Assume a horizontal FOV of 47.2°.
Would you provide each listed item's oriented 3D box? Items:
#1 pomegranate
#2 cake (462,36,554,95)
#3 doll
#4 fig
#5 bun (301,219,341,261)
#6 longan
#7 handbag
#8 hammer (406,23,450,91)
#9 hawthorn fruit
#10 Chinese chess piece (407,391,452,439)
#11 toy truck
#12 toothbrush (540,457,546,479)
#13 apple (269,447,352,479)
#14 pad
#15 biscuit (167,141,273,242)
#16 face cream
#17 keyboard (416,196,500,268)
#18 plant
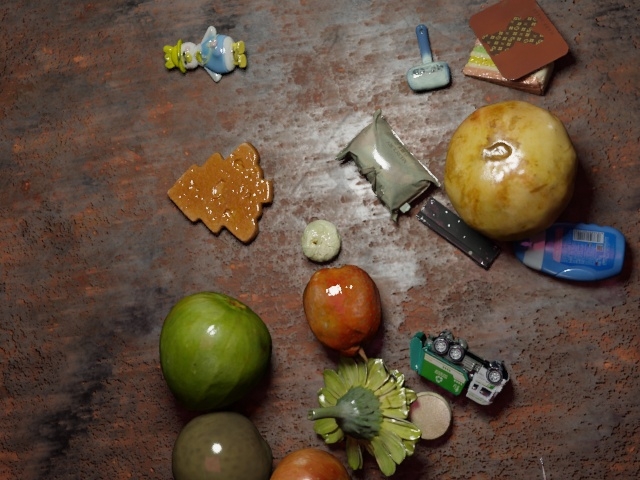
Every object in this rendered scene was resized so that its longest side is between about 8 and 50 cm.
[{"bbox_3d":[0.471,-0.167,1.799,0.338,0.338,0.339,-1,83,11],"label":"pomegranate"},{"bbox_3d":[0.496,-0.465,1.921,0.225,0.090,0.110,19,91,13],"label":"cake"},{"bbox_3d":[-0.327,-0.526,2.079,0.240,0.135,0.099,-1,55,9],"label":"doll"},{"bbox_3d":[-0.279,0.298,1.879,0.316,0.316,0.316,-1,83,11],"label":"fig"},{"bbox_3d":[0.000,0.000,1.968,0.115,0.069,0.115,-1,83,9],"label":"bun"},{"bbox_3d":[-0.249,0.560,1.863,0.257,0.258,0.258,-1,83,11],"label":"longan"},{"bbox_3d":[0.171,-0.194,1.940,0.182,0.117,0.270,-41,79,12],"label":"handbag"},{"bbox_3d":[0.282,-0.500,1.982,0.116,0.069,0.194,-10,74,10],"label":"hammer"},{"bbox_3d":[0.064,0.194,1.860,0.210,0.210,0.263,-18,75,8],"label":"hawthorn fruit"},{"bbox_3d":[0.275,0.448,1.874,0.122,0.051,0.122,-1,83,8],"label":"Chinese chess piece"},{"bbox_3d":[0.343,0.313,1.849,0.253,0.114,0.124,31,103,12],"label":"toy truck"},{"bbox_3d":[0.558,0.591,1.824,0.006,0.008,0.097,-12,82,23],"label":"toothbrush"},{"bbox_3d":[-0.042,0.654,1.809,0.206,0.251,0.272,20,99,20],"label":"apple"},{"bbox_3d":[0.513,-0.538,1.914,0.181,0.004,0.267,-25,56,7],"label":"pad"},{"bbox_3d":[-0.281,-0.135,2.051,0.306,0.043,0.284,1,85,13],"label":"biscuit"},{"bbox_3d":[0.620,0.024,1.840,0.263,0.083,0.149,7,84,11],"label":"face cream"},{"bbox_3d":[0.362,-0.020,1.927,0.231,0.023,0.072,38,84,12],"label":"keyboard"},{"bbox_3d":[0.101,0.404,1.825,0.305,0.297,0.261,16,60,43],"label":"plant"}]
